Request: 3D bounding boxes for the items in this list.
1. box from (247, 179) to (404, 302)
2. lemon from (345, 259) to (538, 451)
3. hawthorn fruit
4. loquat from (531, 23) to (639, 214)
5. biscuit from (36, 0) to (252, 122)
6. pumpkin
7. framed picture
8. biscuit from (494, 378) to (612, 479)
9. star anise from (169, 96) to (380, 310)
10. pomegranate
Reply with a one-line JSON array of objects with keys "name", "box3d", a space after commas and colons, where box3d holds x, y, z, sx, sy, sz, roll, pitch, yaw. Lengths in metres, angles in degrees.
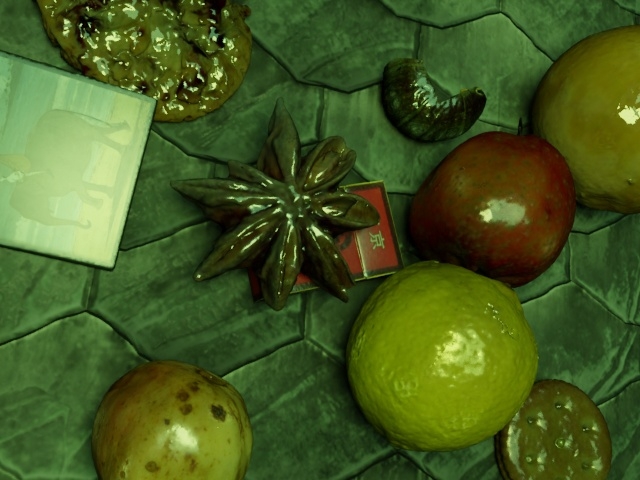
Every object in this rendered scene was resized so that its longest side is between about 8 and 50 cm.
[{"name": "box", "box3d": [0.000, 0.000, 1.107, 0.240, 0.074, 0.153, -10, 78, -23]}, {"name": "lemon", "box3d": [0.172, 0.167, 1.035, 0.293, 0.293, 0.293, 4, 79, -21]}, {"name": "hawthorn fruit", "box3d": [0.282, -0.078, 1.142, 0.254, 0.254, 0.300, 22, 69, -16]}, {"name": "loquat", "box3d": [0.526, -0.208, 1.225, 0.329, 0.328, 0.328, 4, 79, -21]}, {"name": "biscuit", "box3d": [-0.253, -0.341, 1.068, 0.334, 0.081, 0.289, 35, 70, -14]}, {"name": "pumpkin", "box3d": [0.183, -0.221, 1.196, 0.184, 0.119, 0.107, 18, 72, -12]}, {"name": "framed picture", "box3d": [-0.422, -0.121, 0.970, 0.347, 0.016, 0.265, 16, 85, -18]}, {"name": "biscuit", "box3d": [0.391, 0.344, 1.201, 0.221, 0.066, 0.220, 5, 75, -19]}, {"name": "star anise", "box3d": [-0.058, -0.048, 1.004, 0.315, 0.108, 0.315, 3, 78, -16]}, {"name": "pomegranate", "box3d": [-0.195, 0.263, 0.913, 0.215, 0.215, 0.215, 4, 79, -21]}]
